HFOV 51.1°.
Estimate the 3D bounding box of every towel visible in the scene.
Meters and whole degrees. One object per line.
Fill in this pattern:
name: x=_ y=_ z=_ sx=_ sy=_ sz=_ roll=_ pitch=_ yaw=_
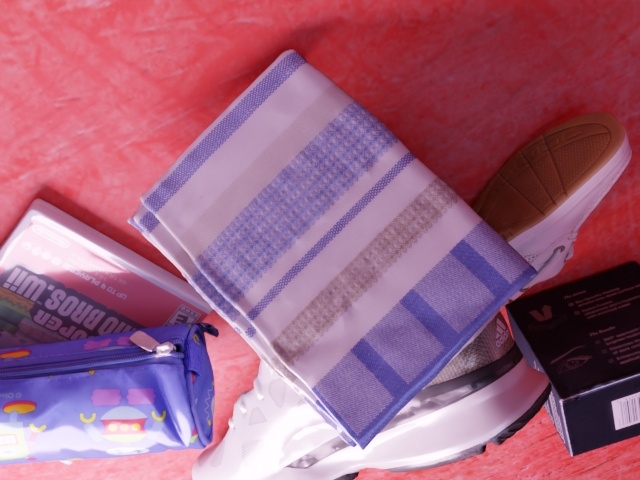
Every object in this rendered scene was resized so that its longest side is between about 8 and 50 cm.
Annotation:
towel: x=0.000 y=0.000 z=0.550 sx=0.285 sy=0.034 sz=0.209 roll=44 pitch=92 yaw=13

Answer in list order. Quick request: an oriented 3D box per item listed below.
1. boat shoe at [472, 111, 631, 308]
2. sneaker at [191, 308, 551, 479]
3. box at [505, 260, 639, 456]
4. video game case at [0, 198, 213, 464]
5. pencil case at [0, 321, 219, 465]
boat shoe: x=0.202 y=-0.004 z=0.662 sx=0.096 sy=0.098 sz=0.277 roll=27 pitch=124 yaw=-23
sneaker: x=-0.016 y=0.121 z=0.699 sx=0.447 sy=0.169 sz=0.257 roll=-32 pitch=85 yaw=35
box: x=0.303 y=0.121 z=0.713 sx=0.156 sy=0.158 sz=0.093 roll=-19 pitch=122 yaw=5
video game case: x=-0.279 y=0.112 z=0.705 sx=0.204 sy=0.025 sz=0.285 roll=34 pitch=112 yaw=-25
pencil case: x=-0.250 y=0.149 z=0.644 sx=0.306 sy=0.119 sz=0.133 roll=-4 pitch=131 yaw=-6
